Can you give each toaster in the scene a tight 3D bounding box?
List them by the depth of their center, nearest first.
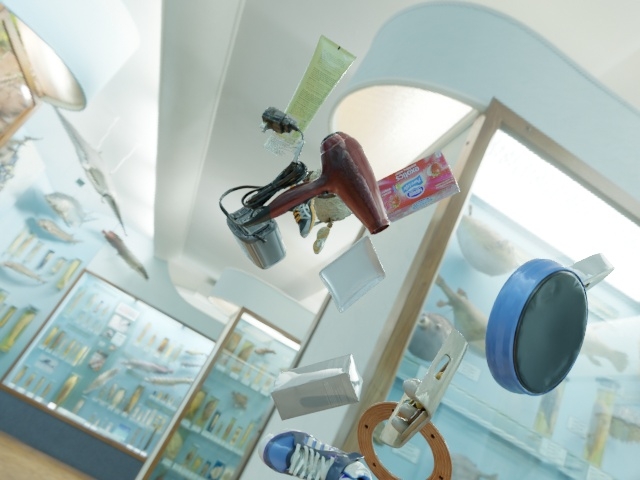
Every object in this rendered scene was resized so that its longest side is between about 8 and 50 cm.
[{"bbox_3d":[-0.194,-0.010,1.549,0.227,0.129,0.146,39,-23,45],"label":"toaster"}]

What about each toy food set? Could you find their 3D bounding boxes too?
[{"bbox_3d":[0.249,0.377,1.248,0.092,0.219,0.306,33,-38,13],"label":"toy food set"}]

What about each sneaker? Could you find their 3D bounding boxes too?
[{"bbox_3d":[0.000,0.000,1.302,0.032,0.083,0.037,23,-29,12],"label":"sneaker"},{"bbox_3d":[0.003,0.659,1.428,0.323,0.130,0.236,29,-15,-28],"label":"sneaker"},{"bbox_3d":[-0.067,-0.106,1.696,0.083,0.214,0.084,10,-30,-24],"label":"sneaker"}]

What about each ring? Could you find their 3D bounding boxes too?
[{"bbox_3d":[0.268,0.675,1.589,0.337,0.032,0.336,11,-71,34],"label":"ring"}]

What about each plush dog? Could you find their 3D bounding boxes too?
[{"bbox_3d":[0.032,-0.186,1.940,0.263,0.210,0.225,-4,-60,22],"label":"plush dog"}]

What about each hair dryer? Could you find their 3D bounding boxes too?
[{"bbox_3d":[-0.010,-0.090,0.862,0.294,0.223,0.080,23,-2,15],"label":"hair dryer"}]

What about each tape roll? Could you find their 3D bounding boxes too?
[{"bbox_3d":[0.848,0.184,1.749,0.072,0.392,0.392,60,-11,24],"label":"tape roll"}]

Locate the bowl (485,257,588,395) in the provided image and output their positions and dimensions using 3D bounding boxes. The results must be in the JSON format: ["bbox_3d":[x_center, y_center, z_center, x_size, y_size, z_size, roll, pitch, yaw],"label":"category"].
[{"bbox_3d":[0.615,0.246,1.367,0.391,0.391,0.077,44,-16,-32],"label":"bowl"}]

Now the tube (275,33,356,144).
[{"bbox_3d":[-0.020,-0.329,1.105,0.062,0.240,0.070,44,26,22],"label":"tube"}]

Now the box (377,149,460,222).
[{"bbox_3d":[0.317,-0.176,1.640,0.257,0.128,0.123,-25,-17,16],"label":"box"}]

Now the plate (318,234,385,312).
[{"bbox_3d":[0.137,0.143,2.153,0.045,0.277,0.278,38,-19,50],"label":"plate"}]

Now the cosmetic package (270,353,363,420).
[{"bbox_3d":[-0.010,0.419,1.409,0.238,0.127,0.107,-20,-81,15],"label":"cosmetic package"}]
